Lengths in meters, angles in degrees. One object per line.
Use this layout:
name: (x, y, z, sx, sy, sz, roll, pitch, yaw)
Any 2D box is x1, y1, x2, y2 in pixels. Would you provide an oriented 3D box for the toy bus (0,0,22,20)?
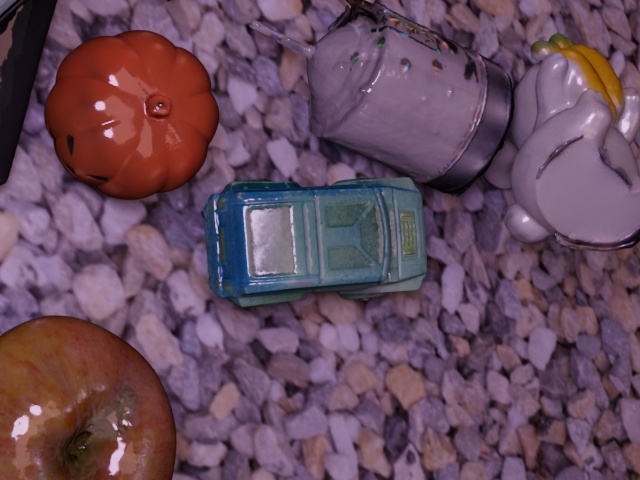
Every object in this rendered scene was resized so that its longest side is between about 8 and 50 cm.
toy bus: (-0.326, -0.279, 1.074, 0.133, 0.164, 0.271, 48, 67, -19)

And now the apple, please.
apple: (-0.267, 0.209, 1.132, 0.260, 0.194, 0.261, 3, 84, -32)

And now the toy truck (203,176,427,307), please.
toy truck: (0.000, 0.000, 1.324, 0.278, 0.156, 0.155, -3, 89, -29)

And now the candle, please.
candle: (0.070, -0.191, 1.365, 0.330, 0.187, 0.187, 22, 76, -25)

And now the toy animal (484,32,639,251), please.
toy animal: (0.311, -0.118, 1.402, 0.182, 0.310, 0.247, 13, 116, -11)

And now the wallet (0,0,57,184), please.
wallet: (-0.386, -0.279, 1.169, 0.228, 0.062, 0.406, 19, 78, -28)

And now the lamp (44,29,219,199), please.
lamp: (-0.201, -0.137, 1.210, 0.187, 0.164, 0.188, 0, 89, -30)
